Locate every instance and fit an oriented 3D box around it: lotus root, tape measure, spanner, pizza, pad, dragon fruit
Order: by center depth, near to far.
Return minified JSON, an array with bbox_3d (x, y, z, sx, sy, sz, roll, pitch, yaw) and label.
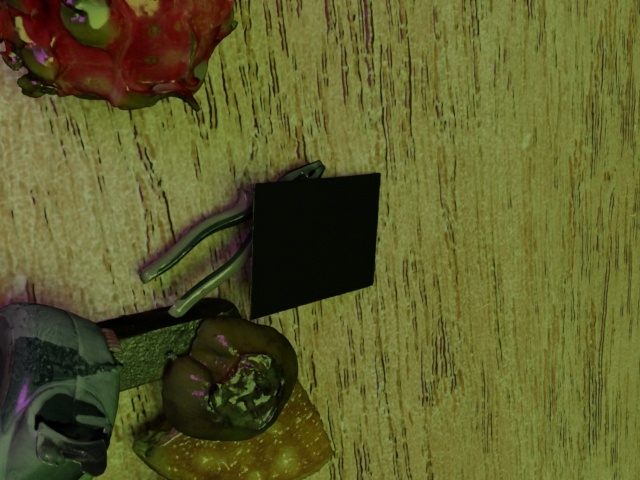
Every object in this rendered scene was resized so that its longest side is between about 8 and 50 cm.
[{"bbox_3d":[-0.228,-0.276,0.809,0.303,0.237,0.231,-33,139,-33],"label":"dragon fruit"},{"bbox_3d":[-0.346,0.212,0.827,0.147,0.275,0.256,28,118,-38],"label":"tape measure"},{"bbox_3d":[-0.115,0.205,0.983,0.204,0.078,0.183,11,92,-28],"label":"lotus root"},{"bbox_3d":[-0.115,-0.019,1.030,0.325,0.040,0.095,-40,90,-20],"label":"spanner"},{"bbox_3d":[0.000,0.000,1.092,0.300,0.005,0.202,-12,109,-48],"label":"pad"},{"bbox_3d":[-0.126,0.328,1.106,0.268,0.087,0.257,-33,118,-20],"label":"pizza"}]

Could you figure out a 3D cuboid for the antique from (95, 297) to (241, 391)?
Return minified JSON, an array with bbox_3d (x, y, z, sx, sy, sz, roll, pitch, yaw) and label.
[{"bbox_3d":[-0.219,0.145,1.003,0.221,0.081,0.080,-11,109,-29],"label":"antique"}]
